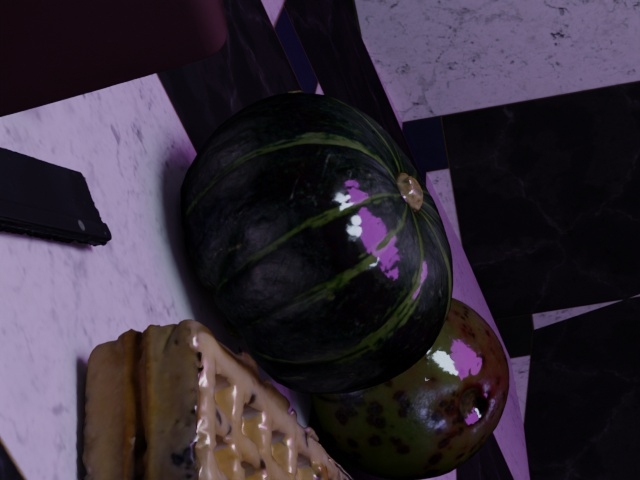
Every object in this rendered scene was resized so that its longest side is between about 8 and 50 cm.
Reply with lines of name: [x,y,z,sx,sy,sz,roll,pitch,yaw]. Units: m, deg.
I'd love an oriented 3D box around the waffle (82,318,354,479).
waffle: [-0.052,0.260,1.031,0.376,0.114,0.260,54,20,-49]

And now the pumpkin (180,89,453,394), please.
pumpkin: [0.000,0.000,1.330,0.323,0.241,0.323,58,15,-27]

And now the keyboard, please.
keyboard: [-0.227,-0.035,0.972,0.072,0.023,0.231,65,12,11]

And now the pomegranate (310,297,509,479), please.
pomegranate: [0.073,0.153,1.539,0.306,0.242,0.242,30,-9,31]

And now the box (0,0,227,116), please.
box: [-0.198,-0.184,0.764,0.167,0.294,0.193,68,9,-61]
